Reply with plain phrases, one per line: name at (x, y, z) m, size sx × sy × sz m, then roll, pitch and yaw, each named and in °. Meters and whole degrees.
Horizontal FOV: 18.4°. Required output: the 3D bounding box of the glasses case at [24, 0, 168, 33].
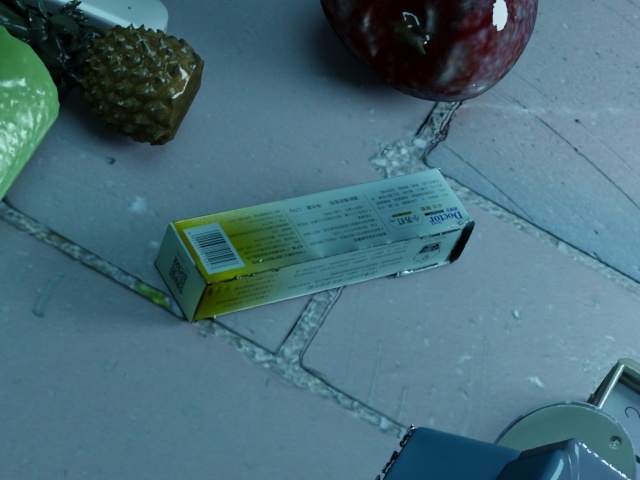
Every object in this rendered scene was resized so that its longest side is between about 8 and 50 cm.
glasses case at (-0.251, -0.248, 2.020) m, size 0.197 × 0.049 × 0.076 m, roll 21°, pitch 45°, yaw -4°

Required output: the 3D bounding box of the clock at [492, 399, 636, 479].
clock at (0.200, 0.242, 1.693) m, size 0.172 × 0.064 × 0.198 m, roll -17°, pitch 81°, yaw 1°

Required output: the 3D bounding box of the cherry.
cherry at (0.122, -0.269, 2.097) m, size 0.230 × 0.203 × 0.300 m, roll 27°, pitch 31°, yaw 5°

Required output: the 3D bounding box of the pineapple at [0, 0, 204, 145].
pineapple at (-0.258, -0.184, 1.922) m, size 0.277 × 0.119 × 0.130 m, roll 26°, pitch 86°, yaw 2°

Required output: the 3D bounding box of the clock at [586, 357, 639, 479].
clock at (0.290, 0.215, 1.808) m, size 0.147 × 0.071 × 0.192 m, roll 31°, pitch 45°, yaw 7°

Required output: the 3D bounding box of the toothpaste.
toothpaste at (0.000, 0.000, 1.885) m, size 0.313 × 0.071 × 0.089 m, roll -13°, pitch 53°, yaw -31°

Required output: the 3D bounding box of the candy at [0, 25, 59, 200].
candy at (-0.360, -0.059, 1.757) m, size 0.142 × 0.132 × 0.343 m, roll 59°, pitch 40°, yaw -27°

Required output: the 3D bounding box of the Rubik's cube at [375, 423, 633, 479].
Rubik's cube at (0.162, 0.331, 1.428) m, size 0.368 × 0.358 × 0.387 m, roll 39°, pitch 67°, yaw -11°
